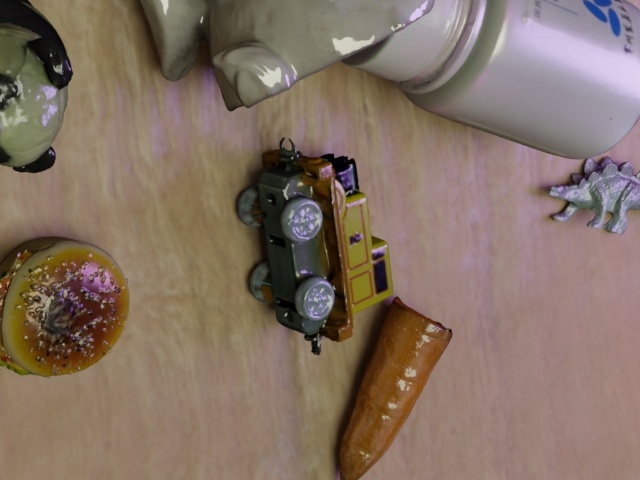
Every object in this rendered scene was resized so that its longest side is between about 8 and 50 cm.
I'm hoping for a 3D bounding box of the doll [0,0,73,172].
[{"bbox_3d":[-0.262,-0.134,1.258,0.135,0.234,0.143,13,101,-17],"label":"doll"}]

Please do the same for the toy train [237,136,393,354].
[{"bbox_3d":[0.000,0.000,1.523,0.127,0.089,0.219,-22,114,-34],"label":"toy train"}]

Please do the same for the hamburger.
[{"bbox_3d":[-0.234,0.059,1.405,0.141,0.081,0.126,9,99,-32],"label":"hamburger"}]

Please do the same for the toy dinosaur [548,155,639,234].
[{"bbox_3d":[0.327,-0.044,1.720,0.209,0.039,0.082,12,96,-32],"label":"toy dinosaur"}]

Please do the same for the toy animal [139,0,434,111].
[{"bbox_3d":[-0.065,-0.256,1.335,0.206,0.271,0.265,-38,105,-43],"label":"toy animal"}]

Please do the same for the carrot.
[{"bbox_3d":[0.063,0.162,1.621,0.072,0.072,0.205,18,102,-32],"label":"carrot"}]

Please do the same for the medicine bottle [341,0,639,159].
[{"bbox_3d":[0.161,-0.188,1.508,0.293,0.170,0.170,14,97,-32],"label":"medicine bottle"}]
